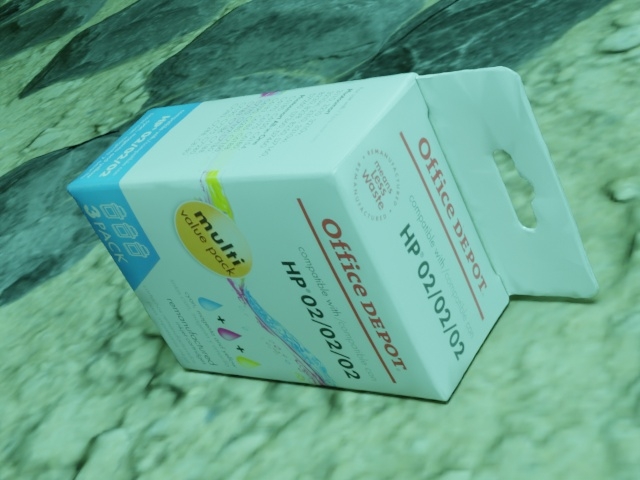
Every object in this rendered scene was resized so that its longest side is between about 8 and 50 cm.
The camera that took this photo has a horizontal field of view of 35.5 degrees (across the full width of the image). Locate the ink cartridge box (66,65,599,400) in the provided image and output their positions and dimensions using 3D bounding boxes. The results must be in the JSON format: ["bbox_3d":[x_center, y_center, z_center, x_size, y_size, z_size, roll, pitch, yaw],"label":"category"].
[{"bbox_3d":[0.000,0.000,0.383,0.181,0.104,0.061,-1,38,41],"label":"ink cartridge box"}]
